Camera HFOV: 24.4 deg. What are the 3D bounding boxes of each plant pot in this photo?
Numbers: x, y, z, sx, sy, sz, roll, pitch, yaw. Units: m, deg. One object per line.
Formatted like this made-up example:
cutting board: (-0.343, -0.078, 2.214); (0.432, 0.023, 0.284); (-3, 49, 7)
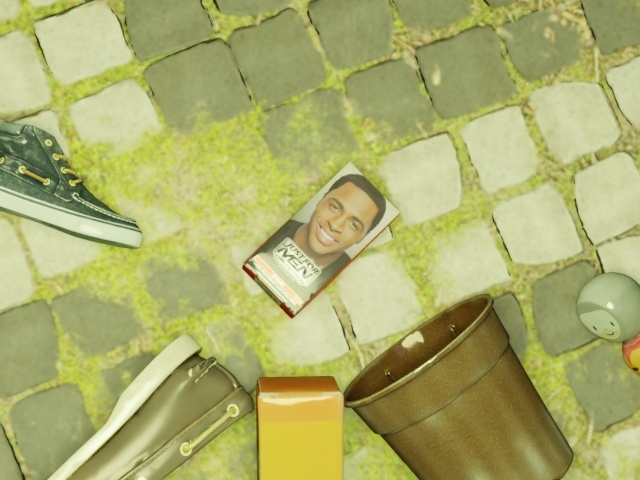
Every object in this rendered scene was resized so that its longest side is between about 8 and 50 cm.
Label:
plant pot: (0.133, 0.162, 1.336); (0.167, 0.167, 0.165); (-36, 94, -9)

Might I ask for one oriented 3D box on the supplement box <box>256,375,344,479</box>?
supplement box: (-0.019, 0.242, 1.323); (0.078, 0.080, 0.233); (-1, 95, -5)

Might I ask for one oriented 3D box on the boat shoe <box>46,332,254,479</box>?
boat shoe: (-0.194, 0.231, 1.316); (0.097, 0.116, 0.324); (41, 75, 4)

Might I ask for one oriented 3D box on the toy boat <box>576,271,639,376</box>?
toy boat: (0.390, 0.015, 1.353); (0.148, 0.267, 0.318); (45, 113, -5)

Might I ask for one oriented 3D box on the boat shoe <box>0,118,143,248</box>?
boat shoe: (-0.243, -0.054, 1.368); (0.183, 0.065, 0.083); (19, 83, -2)

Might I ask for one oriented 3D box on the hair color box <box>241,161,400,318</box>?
hair color box: (0.000, 0.000, 1.396); (0.072, 0.043, 0.141); (45, 80, 2)
